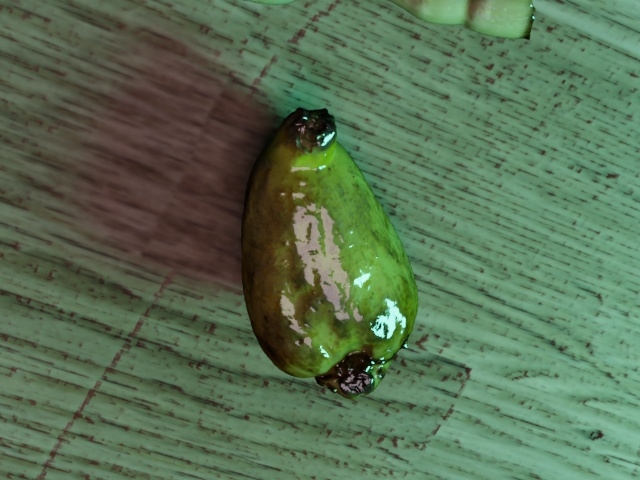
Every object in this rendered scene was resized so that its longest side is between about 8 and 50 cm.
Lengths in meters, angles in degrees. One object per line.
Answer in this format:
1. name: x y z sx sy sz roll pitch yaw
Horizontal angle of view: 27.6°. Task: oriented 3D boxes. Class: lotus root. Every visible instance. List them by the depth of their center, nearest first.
1. lotus root: 0.000 0.000 0.800 0.108 0.094 0.191 -23 116 -20

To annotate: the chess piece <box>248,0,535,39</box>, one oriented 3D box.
1. chess piece: -0.032 -0.183 0.673 0.300 0.137 0.137 4 122 3
